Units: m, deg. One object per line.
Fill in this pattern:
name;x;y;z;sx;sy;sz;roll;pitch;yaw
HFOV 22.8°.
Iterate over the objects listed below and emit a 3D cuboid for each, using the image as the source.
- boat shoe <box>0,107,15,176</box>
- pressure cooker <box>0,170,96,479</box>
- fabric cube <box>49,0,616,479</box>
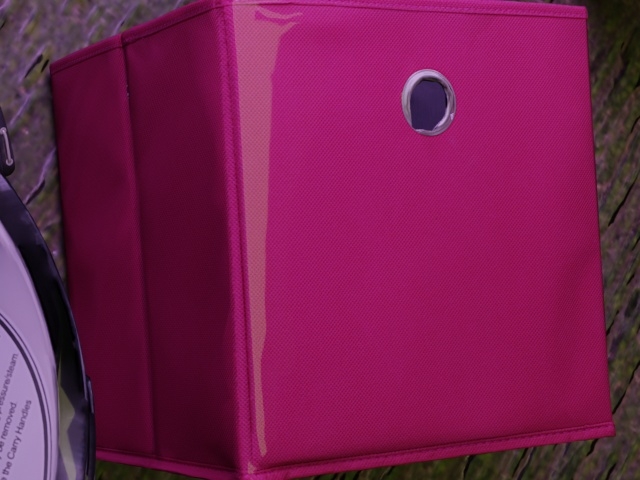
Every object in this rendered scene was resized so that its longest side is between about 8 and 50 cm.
boat shoe;-0.217;-0.097;0.982;0.038;0.046;0.125;-13;95;-29
pressure cooker;-0.298;0.098;0.688;0.375;0.420;0.370;-23;86;-26
fabric cube;0.000;0.000;0.972;0.254;0.259;0.258;-2;88;-30
